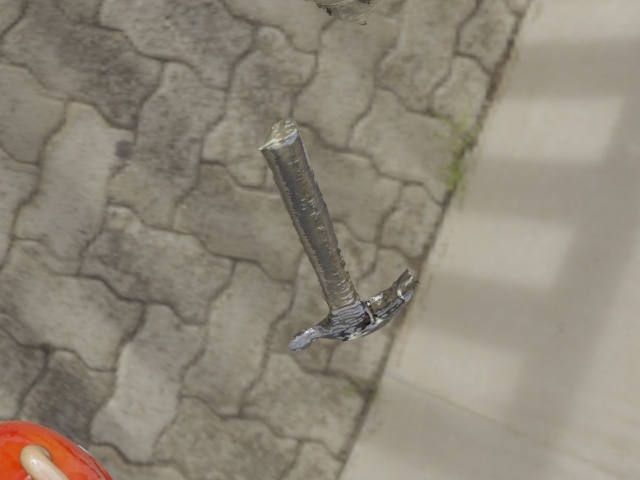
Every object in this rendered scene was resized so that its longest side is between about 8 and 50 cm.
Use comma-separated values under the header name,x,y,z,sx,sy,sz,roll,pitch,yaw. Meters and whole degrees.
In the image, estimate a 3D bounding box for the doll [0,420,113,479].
name,x,y,z,sx,sy,sz,roll,pitch,yaw
doll,-0.129,0.172,0.680,0.085,0.217,0.183,-18,120,-29

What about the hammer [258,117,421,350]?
name,x,y,z,sx,sy,sz,roll,pitch,yaw
hammer,0.000,0.001,1.043,0.125,0.027,0.297,-23,146,0

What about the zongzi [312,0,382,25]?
name,x,y,z,sx,sy,sz,roll,pitch,yaw
zongzi,0.088,-0.308,1.404,0.241,0.248,0.111,16,61,-60
